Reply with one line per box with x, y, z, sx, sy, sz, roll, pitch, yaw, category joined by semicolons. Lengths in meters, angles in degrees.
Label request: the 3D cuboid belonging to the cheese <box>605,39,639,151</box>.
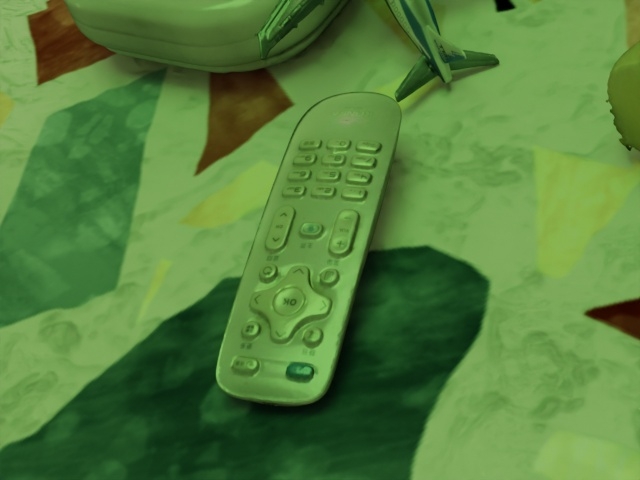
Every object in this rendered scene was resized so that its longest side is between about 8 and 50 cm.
0.259;-0.111;0.665;0.167;0.094;0.123;-40;44;-17;cheese

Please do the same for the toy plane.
0.045;-0.202;0.814;0.226;0.058;0.226;-23;69;-12;toy plane

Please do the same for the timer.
-0.068;-0.240;0.938;0.237;0.087;0.262;14;54;33;timer

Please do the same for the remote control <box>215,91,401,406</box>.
0.000;0.000;0.707;0.073;0.044;0.229;4;58;19;remote control
